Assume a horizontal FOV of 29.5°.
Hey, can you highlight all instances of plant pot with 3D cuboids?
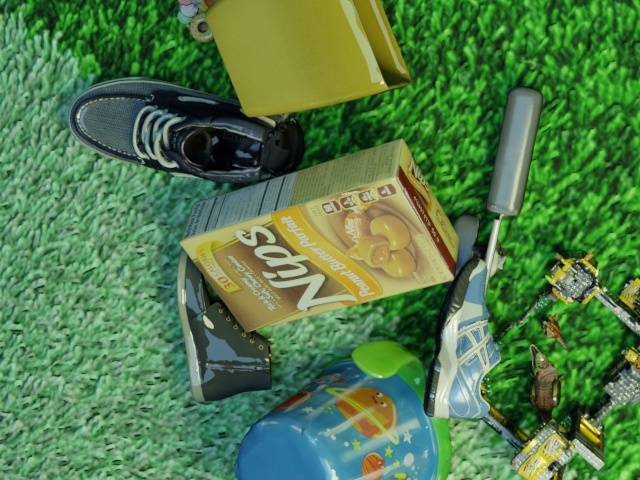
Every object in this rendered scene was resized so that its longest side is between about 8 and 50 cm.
[{"bbox_3d":[-0.021,-0.259,1.542,0.187,0.212,0.212,-21,94,15],"label":"plant pot"}]

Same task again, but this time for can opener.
[{"bbox_3d":[0.220,-0.065,1.592,0.095,0.076,0.284,11,100,10],"label":"can opener"}]

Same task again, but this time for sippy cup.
[{"bbox_3d":[0.017,0.283,1.584,0.240,0.224,0.306,-4,97,37],"label":"sippy cup"}]

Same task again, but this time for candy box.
[{"bbox_3d":[0.000,0.000,1.583,0.316,0.088,0.183,-16,126,24],"label":"candy box"}]

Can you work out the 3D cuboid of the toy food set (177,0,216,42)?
[{"bbox_3d":[-0.157,-0.320,1.665,0.083,0.020,0.083,-39,89,16],"label":"toy food set"}]

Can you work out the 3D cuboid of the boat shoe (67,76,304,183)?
[{"bbox_3d":[-0.201,-0.149,1.632,0.340,0.158,0.127,6,100,12],"label":"boat shoe"}]

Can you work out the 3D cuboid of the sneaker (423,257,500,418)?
[{"bbox_3d":[0.187,0.127,1.540,0.081,0.080,0.211,13,78,0],"label":"sneaker"}]

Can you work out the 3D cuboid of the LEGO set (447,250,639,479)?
[{"bbox_3d":[0.305,0.182,1.551,0.331,0.192,0.255,-41,88,16],"label":"LEGO set"}]

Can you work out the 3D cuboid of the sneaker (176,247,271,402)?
[{"bbox_3d":[-0.134,0.111,1.711,0.118,0.083,0.222,-8,97,1],"label":"sneaker"}]
